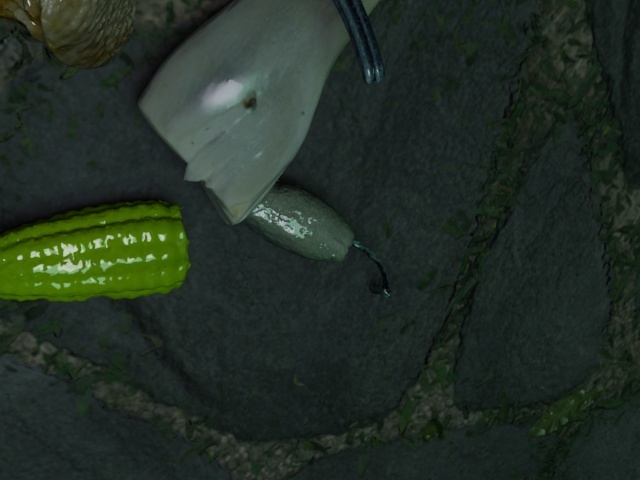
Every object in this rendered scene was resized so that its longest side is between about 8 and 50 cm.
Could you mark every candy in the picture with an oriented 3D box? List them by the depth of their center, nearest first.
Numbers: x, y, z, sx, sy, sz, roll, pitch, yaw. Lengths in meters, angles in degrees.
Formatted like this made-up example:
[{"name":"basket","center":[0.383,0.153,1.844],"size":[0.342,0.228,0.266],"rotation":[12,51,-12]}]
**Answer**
[{"name":"candy","center":[-0.228,0.015,0.845],"size":[0.209,0.097,0.096],"rotation":[-8,118,-21]}]

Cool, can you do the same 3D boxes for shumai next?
[{"name":"shumai","center":[-0.215,-0.219,0.731],"size":[0.116,0.145,0.145],"rotation":[25,105,8]}]

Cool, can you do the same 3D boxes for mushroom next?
[{"name":"mushroom","center":[-0.031,-0.182,0.839],"size":[0.328,0.122,0.159],"rotation":[-49,139,-1]}]

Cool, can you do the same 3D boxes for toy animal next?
[{"name":"toy animal","center":[0.009,0.000,0.966],"size":[0.253,0.079,0.070],"rotation":[30,99,-35]}]

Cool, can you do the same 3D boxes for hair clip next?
[{"name":"hair clip","center":[-0.021,-0.253,0.753],"size":[0.083,0.048,0.275],"rotation":[-38,87,-9]}]
